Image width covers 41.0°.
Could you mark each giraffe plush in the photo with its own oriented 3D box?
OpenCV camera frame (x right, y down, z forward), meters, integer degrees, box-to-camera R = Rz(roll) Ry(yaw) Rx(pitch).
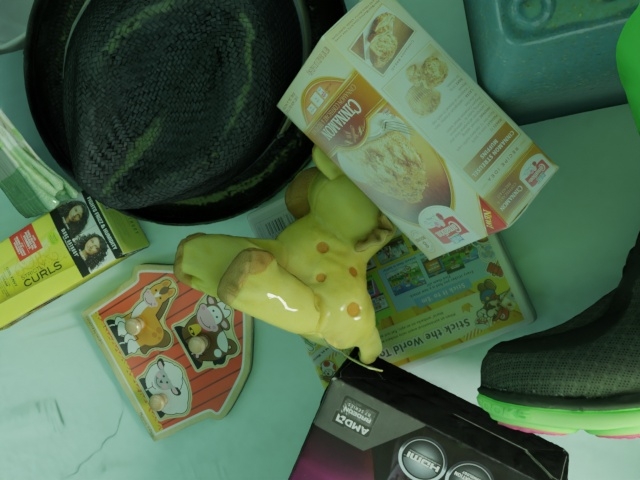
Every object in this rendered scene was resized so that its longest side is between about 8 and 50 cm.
[{"bbox_3d":[0.000,0.000,0.768,0.210,0.181,0.170,22,84,26],"label":"giraffe plush"}]

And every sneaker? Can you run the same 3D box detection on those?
[{"bbox_3d":[0.331,0.003,0.671,0.483,0.185,0.202,-31,79,13],"label":"sneaker"}]

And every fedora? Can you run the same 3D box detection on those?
[{"bbox_3d":[-0.132,-0.139,0.766,0.334,0.152,0.334,1,115,2],"label":"fedora"}]

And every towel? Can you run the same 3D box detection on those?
[{"bbox_3d":[-0.364,-0.162,0.836,0.038,0.248,0.325,-41,106,-21],"label":"towel"}]

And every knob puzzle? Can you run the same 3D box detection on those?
[{"bbox_3d":[-0.155,0.111,0.931,0.213,0.030,0.213,3,100,20],"label":"knob puzzle"}]

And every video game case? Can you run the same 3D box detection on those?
[{"bbox_3d":[0.064,0.023,0.837,0.227,0.026,0.206,-24,90,21],"label":"video game case"}]

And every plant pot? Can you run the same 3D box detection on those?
[{"bbox_3d":[0.209,-0.218,0.619,0.247,0.252,0.247,-9,97,22],"label":"plant pot"}]

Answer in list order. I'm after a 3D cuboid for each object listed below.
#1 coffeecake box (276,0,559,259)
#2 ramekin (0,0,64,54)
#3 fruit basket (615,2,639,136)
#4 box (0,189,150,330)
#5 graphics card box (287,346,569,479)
[{"bbox_3d":[0.067,-0.082,0.663,0.185,0.142,0.068,45,71,-4],"label":"coffeecake box"},{"bbox_3d":[-0.315,-0.294,0.877,0.207,0.109,0.207,4,101,20],"label":"ramekin"},{"bbox_3d":[0.311,-0.065,0.440,0.283,0.392,0.392,-25,90,15],"label":"fruit basket"},{"bbox_3d":[-0.306,0.023,0.955,0.232,0.058,0.087,-27,90,23],"label":"box"},{"bbox_3d":[0.059,0.318,0.842,0.232,0.094,0.371,26,109,11],"label":"graphics card box"}]
